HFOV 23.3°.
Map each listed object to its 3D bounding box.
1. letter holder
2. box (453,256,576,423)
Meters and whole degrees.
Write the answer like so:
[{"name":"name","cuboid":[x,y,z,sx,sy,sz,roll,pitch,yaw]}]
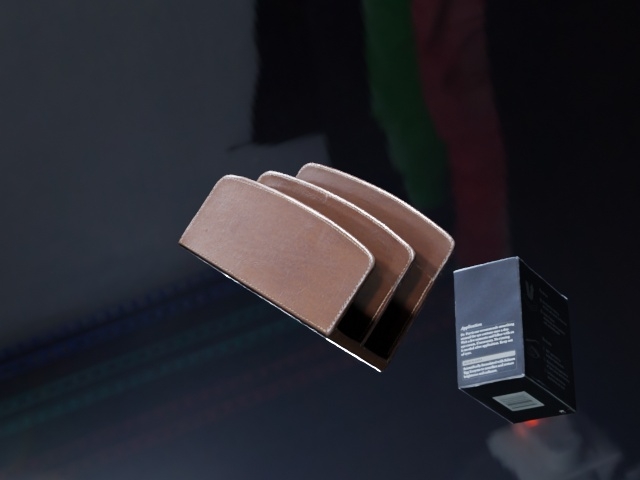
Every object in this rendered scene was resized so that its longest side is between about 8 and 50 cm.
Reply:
[{"name":"letter holder","cuboid":[0.000,0.000,2.073,0.302,0.214,0.152,30,-3,38]},{"name":"box","cuboid":[0.240,0.125,1.914,0.156,0.093,0.158,36,47,-50]}]
